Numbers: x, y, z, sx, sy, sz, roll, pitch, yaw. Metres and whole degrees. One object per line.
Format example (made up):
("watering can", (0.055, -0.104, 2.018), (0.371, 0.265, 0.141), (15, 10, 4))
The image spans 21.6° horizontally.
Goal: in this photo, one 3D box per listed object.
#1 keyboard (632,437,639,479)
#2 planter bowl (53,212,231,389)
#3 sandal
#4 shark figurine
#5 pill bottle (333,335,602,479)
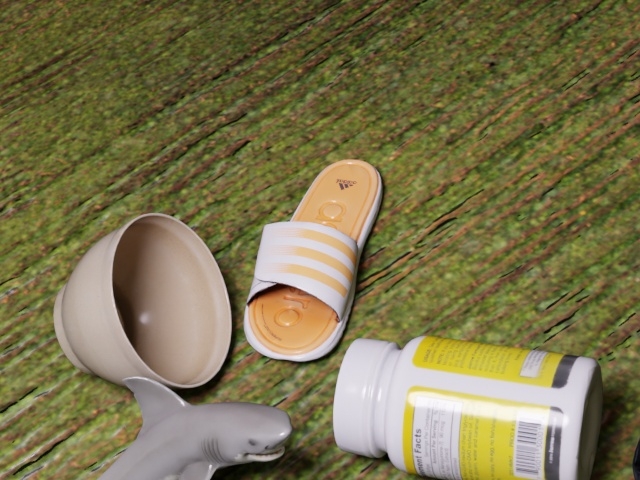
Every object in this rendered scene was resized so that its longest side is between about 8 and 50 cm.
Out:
("keyboard", (0.349, 0.205, 1.366), (0.192, 0.038, 0.100), (4, 25, 18))
("planter bowl", (-0.173, 0.067, 1.532), (0.109, 0.162, 0.162), (-19, 38, 34))
("sandal", (-0.010, -0.001, 1.601), (0.102, 0.076, 0.265), (5, 48, 17))
("shark figurine", (-0.157, 0.181, 1.421), (0.278, 0.116, 0.166), (-30, 11, 5))
("pill bottle", (0.124, 0.143, 1.404), (0.208, 0.119, 0.119), (7, 49, 18))
